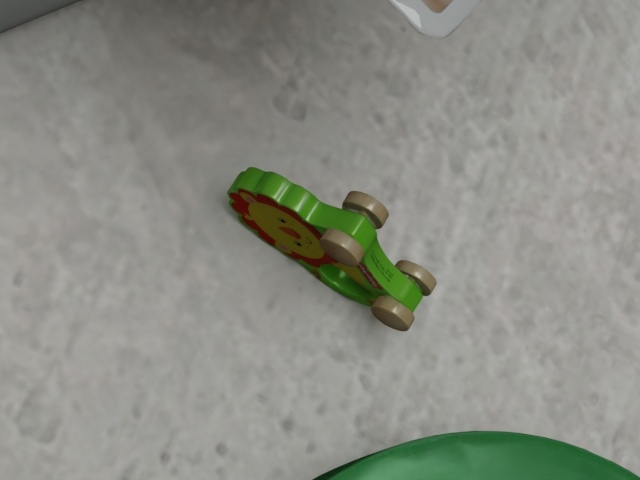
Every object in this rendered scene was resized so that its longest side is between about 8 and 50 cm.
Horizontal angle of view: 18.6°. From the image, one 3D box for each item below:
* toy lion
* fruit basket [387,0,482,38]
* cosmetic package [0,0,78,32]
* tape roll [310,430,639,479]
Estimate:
[{"bbox_3d":[0.000,0.000,1.010,0.034,0.096,0.100,-58,138,-19],"label":"toy lion"},{"bbox_3d":[0.039,-0.298,0.804,0.327,0.165,0.353,47,65,-3],"label":"fruit basket"},{"bbox_3d":[-0.110,-0.213,0.942,0.224,0.224,0.138,-24,86,-20],"label":"cosmetic package"},{"bbox_3d":[0.079,0.259,0.976,0.321,0.077,0.321,4,78,-16],"label":"tape roll"}]
